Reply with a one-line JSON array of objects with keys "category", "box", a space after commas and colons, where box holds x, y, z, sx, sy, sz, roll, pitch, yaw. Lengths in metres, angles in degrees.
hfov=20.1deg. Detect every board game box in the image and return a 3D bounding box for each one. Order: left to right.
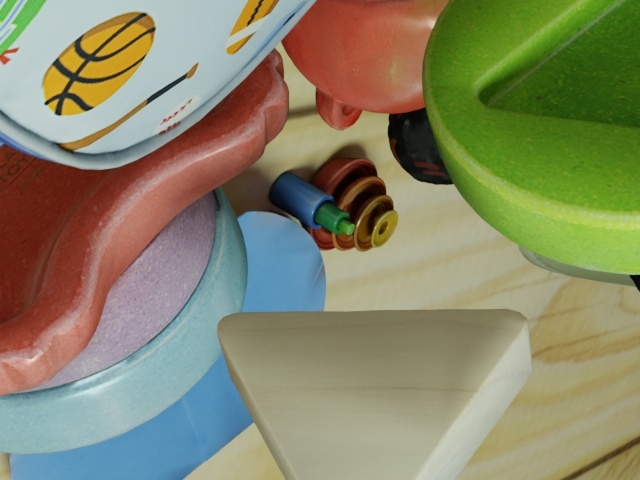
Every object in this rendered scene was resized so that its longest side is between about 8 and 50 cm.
[{"category": "board game box", "box": [-0.071, 0.052, 0.784, 0.168, 0.033, 0.133, -38, 146, -18]}]

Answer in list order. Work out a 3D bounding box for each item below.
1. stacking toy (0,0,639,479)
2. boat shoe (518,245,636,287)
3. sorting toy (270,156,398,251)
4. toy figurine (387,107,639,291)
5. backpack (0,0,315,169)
[{"category": "stacking toy", "box": [0.010, -0.015, 0.601, 0.309, 0.279, 0.130, -41, 145, -22]}, {"category": "boat shoe", "box": [0.216, -0.029, 1.077, 0.340, 0.127, 0.113, 15, 75, -52]}, {"category": "sorting toy", "box": [0.000, 0.000, 0.834, 0.102, 0.042, 0.061, -43, 148, -25]}, {"category": "toy figurine", "box": [0.142, -0.088, 0.798, 0.148, 0.209, 0.213, -28, 140, -60]}, {"category": "backpack", "box": [-0.091, -0.130, 0.420, 0.263, 0.213, 0.276, -46, 153, -1]}]
